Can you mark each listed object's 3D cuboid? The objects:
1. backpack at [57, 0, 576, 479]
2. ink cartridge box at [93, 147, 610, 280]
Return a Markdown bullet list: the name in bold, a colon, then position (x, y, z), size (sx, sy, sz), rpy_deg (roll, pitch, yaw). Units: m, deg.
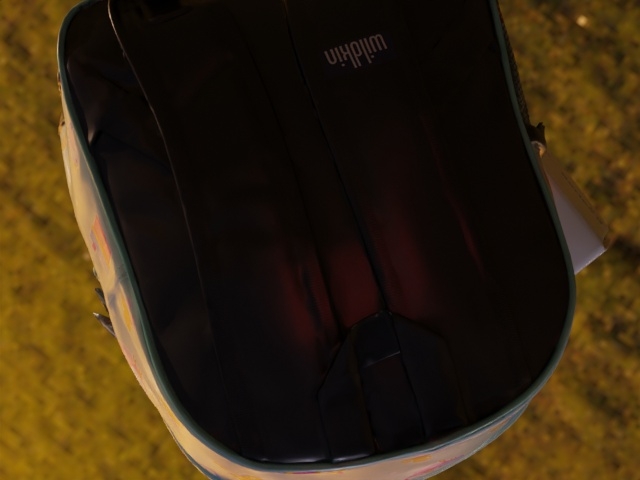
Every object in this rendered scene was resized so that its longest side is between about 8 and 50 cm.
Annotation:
- **backpack**: position (0.000, 0.000, 0.628), size (0.144, 0.165, 0.188), rpy_deg (102, 150, -65)
- **ink cartridge box**: position (0.018, 0.005, 0.893), size (0.154, 0.212, 0.093), rpy_deg (52, -170, 2)
